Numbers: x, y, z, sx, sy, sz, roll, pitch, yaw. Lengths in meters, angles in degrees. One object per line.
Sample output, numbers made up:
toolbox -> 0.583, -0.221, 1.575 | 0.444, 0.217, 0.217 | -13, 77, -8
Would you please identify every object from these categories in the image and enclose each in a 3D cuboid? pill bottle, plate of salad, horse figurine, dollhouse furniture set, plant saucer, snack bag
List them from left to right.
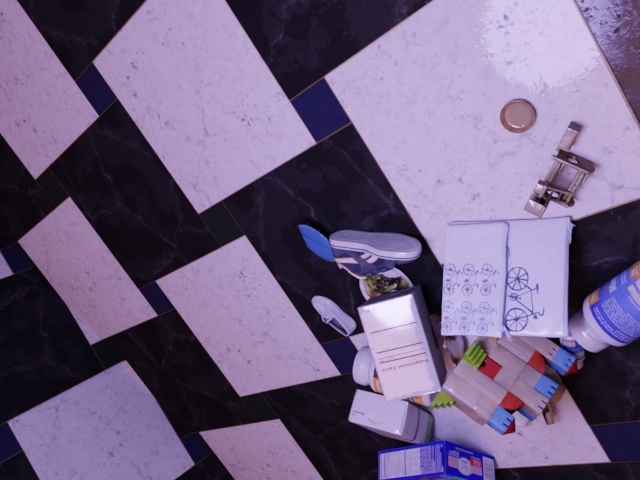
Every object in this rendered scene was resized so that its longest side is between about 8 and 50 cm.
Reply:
plate of salad -> 0.211, 0.165, 1.959 | 0.200, 0.048, 0.199 | 17, 127, 24
pill bottle -> 0.260, 0.446, 2.037 | 0.279, 0.162, 0.162 | 7, 123, 30
horse figurine -> 0.408, 0.321, 1.875 | 0.066, 0.174, 0.263 | -21, 101, 15
snack bag -> 0.484, 0.100, 1.602 | 0.343, 0.037, 0.323 | -1, 77, 35
plant saucer -> 0.480, -0.302, 1.481 | 0.083, 0.015, 0.083 | 17, 128, 24
dollhouse furniture set -> 0.574, -0.151, 1.418 | 0.101, 0.161, 0.181 | 28, 132, 16
pill bottle -> 0.704, 0.298, 1.698 | 0.067, 0.067, 0.120 | 3, 121, 33
pill bottle -> 0.758, 0.169, 1.515 | 0.152, 0.152, 0.272 | 42, 133, 3

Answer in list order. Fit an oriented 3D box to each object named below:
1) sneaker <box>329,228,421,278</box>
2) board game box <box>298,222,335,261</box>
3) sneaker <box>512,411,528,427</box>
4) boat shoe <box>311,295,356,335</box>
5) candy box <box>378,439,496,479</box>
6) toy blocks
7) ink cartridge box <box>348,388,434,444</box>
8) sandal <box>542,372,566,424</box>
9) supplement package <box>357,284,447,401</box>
sneaker -> 0.173, 0.047, 1.855 | 0.321, 0.126, 0.127 | 10, 120, 43
board game box -> 0.000, 0.000, 1.993 | 0.133, 0.033, 0.168 | 25, 153, 36
sneaker -> 0.599, 0.534, 1.948 | 0.152, 0.054, 0.061 | 24, 115, 15
boat shoe -> 0.038, 0.267, 2.135 | 0.184, 0.063, 0.066 | 41, 134, 4
candy box -> 0.403, 0.804, 2.133 | 0.268, 0.122, 0.317 | 27, 144, -29
toy blocks -> 0.518, 0.379, 1.667 | 0.261, 0.381, 0.190 | 35, 159, 19
ink cartridge box -> 0.249, 0.615, 2.100 | 0.198, 0.114, 0.273 | 5, 158, 32
sandal -> 0.693, 0.451, 1.821 | 0.079, 0.088, 0.240 | -17, 120, 7
supplement package -> 0.251, 0.305, 1.833 | 0.175, 0.177, 0.292 | -17, 90, 17
